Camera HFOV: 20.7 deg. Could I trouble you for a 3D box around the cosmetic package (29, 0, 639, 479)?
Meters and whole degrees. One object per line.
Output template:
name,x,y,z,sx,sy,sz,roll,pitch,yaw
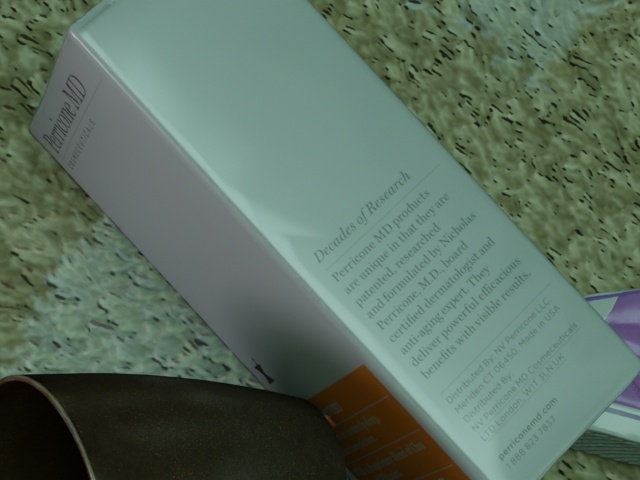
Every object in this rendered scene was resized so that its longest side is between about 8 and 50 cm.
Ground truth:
cosmetic package,0.000,0.000,1.325,0.161,0.230,0.453,-42,89,-22

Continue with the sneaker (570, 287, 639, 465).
sneaker,0.330,0.122,1.465,0.282,0.102,0.161,19,67,-11

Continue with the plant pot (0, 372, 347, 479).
plant pot,-0.104,0.187,1.269,0.230,0.215,0.215,-7,77,-35
